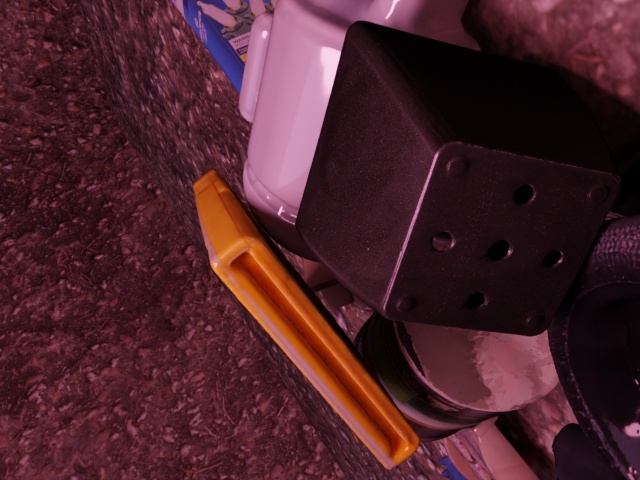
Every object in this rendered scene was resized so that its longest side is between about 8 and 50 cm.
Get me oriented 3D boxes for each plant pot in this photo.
[{"bbox_3d":[0.101,-0.035,0.450,0.167,0.187,0.188,-109,31,-59],"label":"plant pot"}]

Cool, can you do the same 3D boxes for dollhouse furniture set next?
[{"bbox_3d":[0.000,0.000,0.973,0.242,0.212,0.161,-98,-13,-69],"label":"dollhouse furniture set"},{"bbox_3d":[0.236,0.377,0.856,0.356,0.173,0.303,51,169,11],"label":"dollhouse furniture set"}]

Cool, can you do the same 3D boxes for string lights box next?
[{"bbox_3d":[-0.099,-0.309,0.878,0.260,0.133,0.077,55,161,16],"label":"string lights box"}]

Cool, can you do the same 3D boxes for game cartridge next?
[{"bbox_3d":[-0.032,0.064,0.683,0.285,0.052,0.324,53,180,-23],"label":"game cartridge"}]

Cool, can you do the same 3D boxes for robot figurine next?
[{"bbox_3d":[0.033,-0.119,0.617,0.300,0.199,0.354,38,130,25],"label":"robot figurine"}]

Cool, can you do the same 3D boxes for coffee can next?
[{"bbox_3d":[0.157,0.132,0.757,0.202,0.201,0.275,55,160,16],"label":"coffee can"}]

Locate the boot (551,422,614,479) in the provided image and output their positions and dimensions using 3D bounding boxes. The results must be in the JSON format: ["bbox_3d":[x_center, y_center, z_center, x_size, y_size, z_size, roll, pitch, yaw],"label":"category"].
[{"bbox_3d":[0.323,0.232,0.635,0.247,0.094,0.207,58,159,-13],"label":"boot"}]

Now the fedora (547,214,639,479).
[{"bbox_3d":[0.311,0.108,0.389,0.334,0.152,0.334,57,163,28],"label":"fedora"}]

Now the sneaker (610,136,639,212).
[{"bbox_3d":[0.228,-0.042,0.504,0.067,0.078,0.188,64,161,-12],"label":"sneaker"}]

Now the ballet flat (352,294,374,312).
[{"bbox_3d":[0.050,0.052,1.126,0.250,0.084,0.058,44,174,44],"label":"ballet flat"}]

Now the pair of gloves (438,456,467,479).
[{"bbox_3d":[0.309,0.515,1.207,0.198,0.023,0.159,52,160,25],"label":"pair of gloves"}]

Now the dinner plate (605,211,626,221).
[{"bbox_3d":[0.282,0.029,0.568,0.141,0.017,0.141,50,158,29],"label":"dinner plate"}]
